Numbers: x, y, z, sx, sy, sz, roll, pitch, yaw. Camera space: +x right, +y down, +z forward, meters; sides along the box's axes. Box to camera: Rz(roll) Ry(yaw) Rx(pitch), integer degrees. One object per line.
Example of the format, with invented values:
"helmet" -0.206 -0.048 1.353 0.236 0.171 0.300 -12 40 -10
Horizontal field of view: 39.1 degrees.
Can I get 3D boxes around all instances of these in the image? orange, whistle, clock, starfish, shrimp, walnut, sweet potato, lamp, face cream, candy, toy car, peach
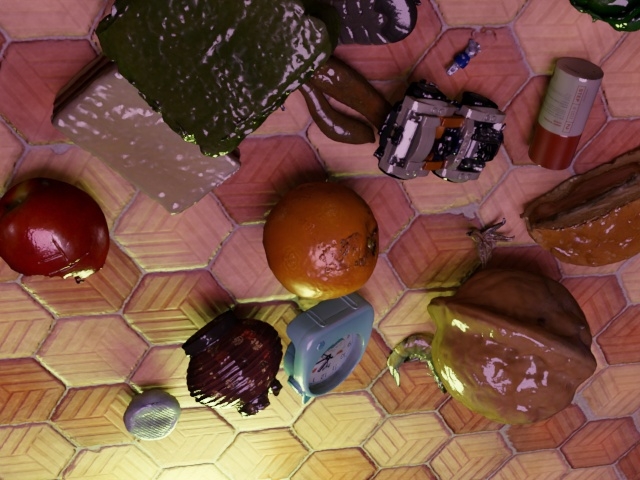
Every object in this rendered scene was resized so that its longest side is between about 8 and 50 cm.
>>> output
"orange" 0.000 0.000 1.848 0.246 0.246 0.246 -6 129 -8
"whistle" 0.277 -0.355 1.760 0.083 0.029 0.033 -45 116 9
"clock" 0.007 0.258 2.093 0.224 0.094 0.274 -23 140 -38
"starfish" 0.371 -0.007 2.048 0.130 0.041 0.133 21 112 -32
"shrimp" 0.253 0.323 2.283 0.150 0.051 0.217 -23 122 10
"walnut" 0.436 0.244 2.076 0.384 0.383 0.383 -6 129 -8
"sweet potato" 0.074 -0.278 1.751 0.075 0.075 0.273 -43 128 20
"lamp" -0.190 0.281 2.028 0.247 0.247 0.247 -6 129 -8
"face cream" 0.498 -0.257 1.845 0.096 0.095 0.214 0 128 -13
"candy" -0.319 -0.205 1.678 0.179 0.135 0.321 -39 124 19
"toy car" 0.248 -0.206 1.784 0.301 0.118 0.193 3 118 -37
"peach" -0.519 -0.010 1.755 0.190 0.196 0.226 -1 142 36
"sweet potato" 0.017 -0.244 1.773 0.249 0.059 0.069 35 97 -28

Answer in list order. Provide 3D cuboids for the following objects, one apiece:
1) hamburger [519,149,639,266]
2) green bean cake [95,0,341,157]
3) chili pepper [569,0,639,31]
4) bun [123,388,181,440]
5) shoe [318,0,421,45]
"hamburger" 0.636 -0.042 2.006 0.330 0.162 0.209 -29 127 5
"green bean cake" -0.159 -0.346 1.513 0.319 0.218 0.335 -39 105 22
"chili pepper" 0.600 -0.549 1.591 0.167 0.213 0.385 -26 152 -51
"bun" -0.409 0.414 2.180 0.141 0.083 0.140 -12 127 -16
"shoe" 0.042 -0.408 1.606 0.291 0.137 0.114 -3 126 25
